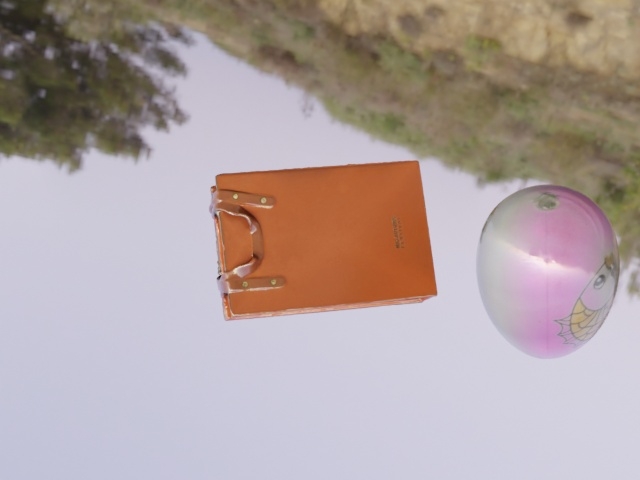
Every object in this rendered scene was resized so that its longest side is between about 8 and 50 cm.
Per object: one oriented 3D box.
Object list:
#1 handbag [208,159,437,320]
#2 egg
[{"bbox_3d":[0.000,0.000,0.988,0.190,0.127,0.063,-4,170,-12],"label":"handbag"},{"bbox_3d":[0.307,0.046,1.514,0.196,0.196,0.271,22,154,22],"label":"egg"}]
